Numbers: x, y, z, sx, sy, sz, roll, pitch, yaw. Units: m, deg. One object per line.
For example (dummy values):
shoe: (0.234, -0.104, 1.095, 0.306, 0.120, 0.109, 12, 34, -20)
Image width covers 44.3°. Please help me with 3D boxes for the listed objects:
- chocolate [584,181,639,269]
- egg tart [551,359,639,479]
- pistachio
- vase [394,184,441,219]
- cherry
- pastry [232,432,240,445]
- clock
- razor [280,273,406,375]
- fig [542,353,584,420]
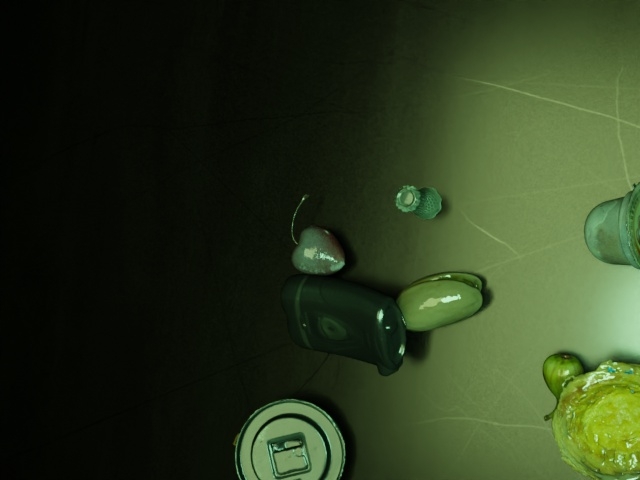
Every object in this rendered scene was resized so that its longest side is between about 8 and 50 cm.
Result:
chocolate: (0.639, -0.016, 1.656, 0.147, 0.221, 0.221, -9, 83, 53)
egg tart: (0.613, 0.369, 1.652, 0.291, 0.107, 0.290, 2, 106, 7)
pistachio: (0.270, 0.145, 1.839, 0.226, 0.136, 0.135, -20, 79, 19)
vase: (0.226, -0.094, 1.848, 0.081, 0.149, 0.081, -1, 87, 25)
cherry: (0.005, 0.002, 1.974, 0.148, 0.115, 0.188, 26, 94, 44)
pastry: (-0.161, 0.556, 2.048, 0.140, 0.080, 0.056, 27, 68, 22)
clock: (-0.073, 0.536, 1.973, 0.281, 0.055, 0.280, -1, 82, 7)
razor: (0.055, 0.193, 1.891, 0.349, 0.113, 0.204, 11, 118, 41)
fig: (0.533, 0.319, 1.742, 0.093, 0.093, 0.166, 18, 135, 25)
